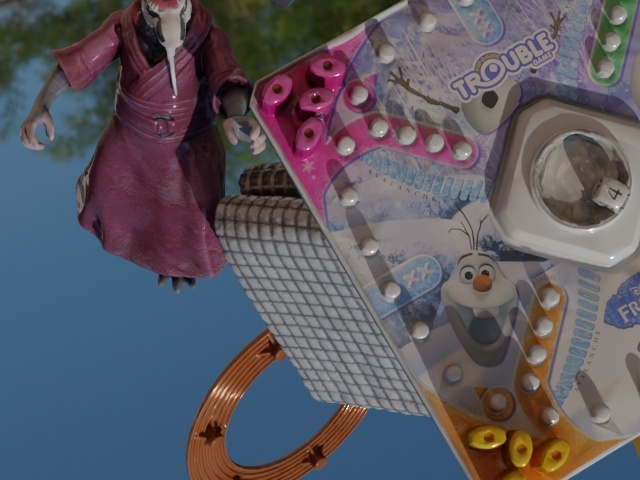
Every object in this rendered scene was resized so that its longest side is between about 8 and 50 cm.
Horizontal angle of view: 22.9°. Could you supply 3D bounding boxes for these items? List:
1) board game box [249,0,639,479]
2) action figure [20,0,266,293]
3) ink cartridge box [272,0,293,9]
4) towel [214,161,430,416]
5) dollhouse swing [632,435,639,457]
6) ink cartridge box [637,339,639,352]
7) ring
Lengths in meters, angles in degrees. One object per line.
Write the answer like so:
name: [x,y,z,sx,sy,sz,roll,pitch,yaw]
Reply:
board game box: [0.204,-0.048,1.236,0.390,0.390,0.050,-30,177,-7]
action figure: [-0.144,-0.139,1.611,0.248,0.370,0.275,16,-140,9]
ink cartridge box: [0.004,-0.355,1.622,0.208,0.087,0.153,-51,177,-40]
towel: [0.054,0.045,1.572,0.235,0.283,0.121,3,-134,42]
dollhouse swing: [0.415,0.192,1.846,0.305,0.347,0.315,-32,-164,-22]
ink cartridge box: [0.283,0.004,0.888,0.140,0.190,0.082,2,-152,-32]
ring: [-0.030,0.215,2.049,0.336,0.336,0.032,-28,-129,-26]
